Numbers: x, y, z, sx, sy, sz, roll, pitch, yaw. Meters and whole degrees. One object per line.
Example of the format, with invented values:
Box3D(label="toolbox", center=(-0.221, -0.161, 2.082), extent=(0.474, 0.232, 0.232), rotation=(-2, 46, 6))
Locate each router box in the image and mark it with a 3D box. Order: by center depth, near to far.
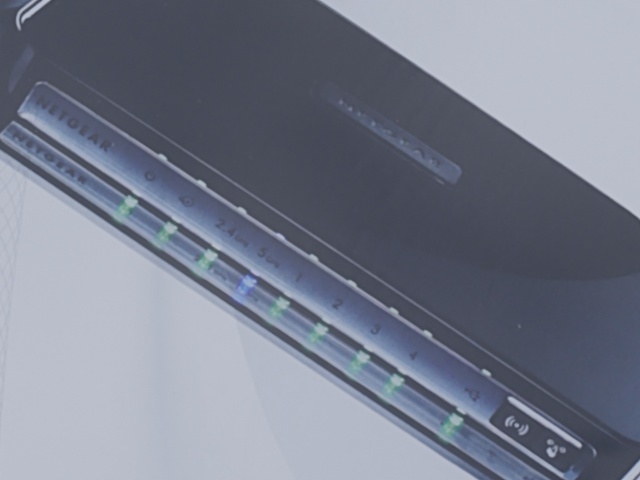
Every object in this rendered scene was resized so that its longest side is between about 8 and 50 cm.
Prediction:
Box3D(label="router box", center=(0.000, 0.000, 0.415), extent=(0.301, 0.082, 0.335), rotation=(33, 78, 6))
